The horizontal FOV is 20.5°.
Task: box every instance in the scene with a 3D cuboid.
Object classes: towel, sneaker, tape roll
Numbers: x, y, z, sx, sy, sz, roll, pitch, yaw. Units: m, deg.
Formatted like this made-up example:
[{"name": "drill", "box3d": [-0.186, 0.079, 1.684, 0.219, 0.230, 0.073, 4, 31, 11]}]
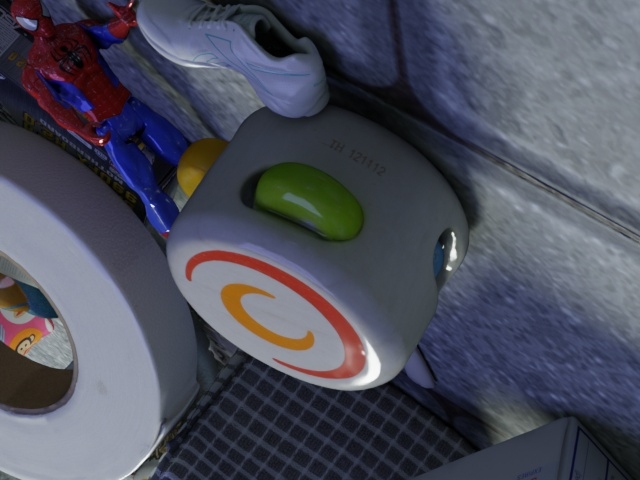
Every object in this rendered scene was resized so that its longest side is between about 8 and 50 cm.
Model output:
[{"name": "towel", "box3d": [-0.003, 0.231, 1.682, 0.283, 0.235, 0.121, 37, 158, 1]}, {"name": "sneaker", "box3d": [-0.059, -0.142, 1.209, 0.152, 0.054, 0.061, 26, 149, 17]}, {"name": "tape roll", "box3d": [-0.292, 0.063, 1.659, 0.392, 0.072, 0.392, 18, 131, 22]}]

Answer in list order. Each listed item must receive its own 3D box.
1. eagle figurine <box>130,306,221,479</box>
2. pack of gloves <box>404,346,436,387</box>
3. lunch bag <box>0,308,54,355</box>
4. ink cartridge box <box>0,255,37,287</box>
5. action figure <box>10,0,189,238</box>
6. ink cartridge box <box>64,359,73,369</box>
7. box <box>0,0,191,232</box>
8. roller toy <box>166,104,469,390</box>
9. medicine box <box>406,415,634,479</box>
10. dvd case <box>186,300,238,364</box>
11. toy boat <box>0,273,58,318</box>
[{"name": "eagle figurine", "box3d": [-0.189, 0.212, 1.881, 0.298, 0.226, 0.225, 56, 154, -7]}, {"name": "pack of gloves", "box3d": [-0.015, 0.045, 1.562, 0.195, 0.046, 0.232, 24, 156, 35]}, {"name": "lunch bag", "box3d": [-0.509, 0.046, 2.387, 0.293, 0.120, 0.258, 13, 144, 57]}, {"name": "ink cartridge box", "box3d": [-0.279, -0.018, 1.755, 0.179, 0.045, 0.145, 24, 133, 1]}, {"name": "action figure", "box3d": [-0.139, -0.087, 1.392, 0.280, 0.091, 0.139, 49, 165, -15]}, {"name": "ink cartridge box", "box3d": [-0.274, 0.187, 2.105, 0.092, 0.218, 0.158, 44, 161, -1]}, {"name": "box", "box3d": [-0.229, -0.107, 1.587, 0.231, 0.056, 0.183, 39, 161, 1]}, {"name": "roller toy", "box3d": [0.000, 0.000, 1.266, 0.191, 0.146, 0.209, 46, 149, -26]}, {"name": "medicine box", "box3d": [0.185, 0.328, 1.513, 0.263, 0.149, 0.289, -27, 116, 34]}, {"name": "dvd case", "box3d": [-0.138, 0.079, 1.912, 0.221, 0.018, 0.164, 33, 160, 17]}, {"name": "toy boat", "box3d": [-0.306, 0.064, 1.950, 0.318, 0.148, 0.267, 51, 162, -21]}]
